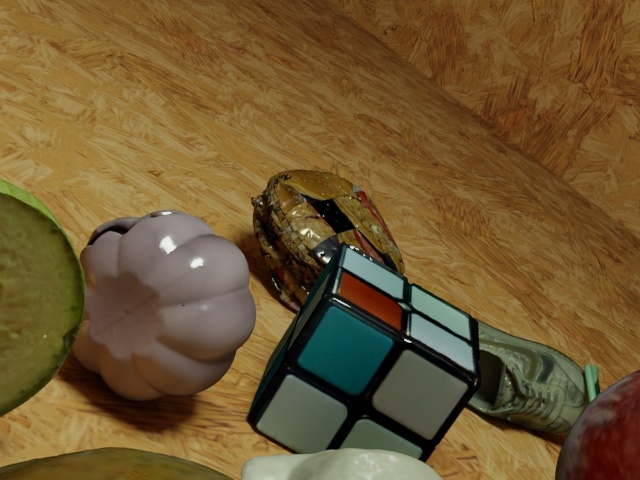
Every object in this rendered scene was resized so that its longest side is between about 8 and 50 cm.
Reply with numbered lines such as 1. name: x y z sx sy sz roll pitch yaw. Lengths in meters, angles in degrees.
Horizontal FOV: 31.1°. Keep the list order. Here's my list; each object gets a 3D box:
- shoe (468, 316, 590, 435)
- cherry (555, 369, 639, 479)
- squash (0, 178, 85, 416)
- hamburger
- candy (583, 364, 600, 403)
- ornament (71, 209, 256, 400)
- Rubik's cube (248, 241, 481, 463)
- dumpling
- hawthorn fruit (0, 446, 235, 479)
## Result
1. shoe: 0.246 0.186 1.487 0.274 0.103 0.098 22 21 -11
2. cherry: 0.391 0.253 1.126 0.335 0.326 0.291 -29 54 -24
3. squash: -0.271 0.050 0.812 0.219 0.219 0.041 19 22 -35
4. hamburger: 0.014 0.003 1.494 0.231 0.107 0.231 26 37 -21
5. candy: 0.347 0.251 1.414 0.073 0.077 0.262 23 39 -14
6. ornament: -0.145 0.058 1.065 0.177 0.177 0.177 29 19 -11
7. Rubik's cube: 0.049 0.133 1.191 0.180 0.167 0.183 31 17 -1
8. dumpling: 0.033 0.238 0.965 0.250 0.132 0.162 1 42 -31
9. hawthorn fruit: -0.128 0.241 0.495 0.267 0.268 0.301 38 29 18
